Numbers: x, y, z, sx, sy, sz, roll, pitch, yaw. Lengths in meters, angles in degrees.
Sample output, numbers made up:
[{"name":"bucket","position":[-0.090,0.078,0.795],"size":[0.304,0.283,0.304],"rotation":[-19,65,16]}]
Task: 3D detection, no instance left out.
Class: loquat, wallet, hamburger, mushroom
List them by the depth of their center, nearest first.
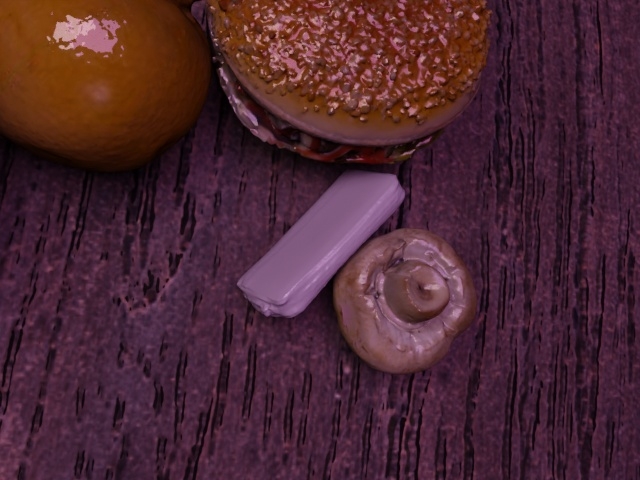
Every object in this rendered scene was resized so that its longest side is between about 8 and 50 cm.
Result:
[{"name":"loquat","position":[-0.193,-0.159,0.592],"size":[0.208,0.208,0.208],"rotation":[3,78,-16]},{"name":"wallet","position":[0.000,0.000,0.680],"size":[0.190,0.095,0.033],"rotation":[-47,122,-21]},{"name":"mushroom","position":[0.081,0.058,0.680],"size":[0.148,0.112,0.148],"rotation":[7,69,-19]},{"name":"hamburger","position":[0.026,-0.218,0.683],"size":[0.301,0.170,0.302],"rotation":[3,81,-17]}]
